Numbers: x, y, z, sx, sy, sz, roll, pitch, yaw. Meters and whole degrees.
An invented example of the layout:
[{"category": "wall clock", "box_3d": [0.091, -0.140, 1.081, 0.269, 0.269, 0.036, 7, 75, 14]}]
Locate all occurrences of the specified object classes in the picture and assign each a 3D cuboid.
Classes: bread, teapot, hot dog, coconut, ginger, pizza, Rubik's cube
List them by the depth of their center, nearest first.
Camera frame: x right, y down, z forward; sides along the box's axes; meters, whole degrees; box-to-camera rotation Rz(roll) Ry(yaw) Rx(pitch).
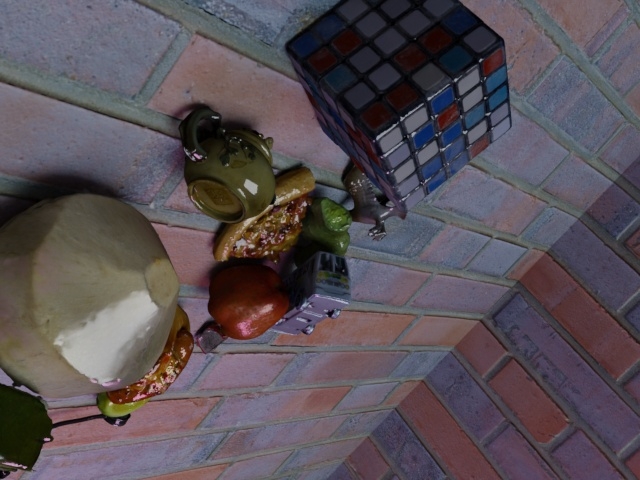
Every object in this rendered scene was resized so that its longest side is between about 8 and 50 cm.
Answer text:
[{"category": "bread", "box_3d": [-0.621, 0.293, 1.268, 0.366, 0.382, 0.129, 74, 26, -63]}, {"category": "coconut", "box_3d": [-0.401, 0.091, 1.288, 0.352, 0.352, 0.352, -29, 149, -19]}, {"category": "teapot", "box_3d": [-0.162, -0.145, 1.406, 0.269, 0.173, 0.182, 55, 48, -37]}, {"category": "Rubik's cube", "box_3d": [0.154, -0.283, 1.419, 0.293, 0.292, 0.287, -36, 150, -2]}, {"category": "pizza", "box_3d": [-0.103, -0.027, 1.690, 0.289, 0.081, 0.229, -42, 152, 0]}, {"category": "hot dog", "box_3d": [-0.386, 0.265, 1.694, 0.256, 0.153, 0.150, -39, 151, -2]}, {"category": "ginger", "box_3d": [0.002, -0.003, 1.810, 0.137, 0.089, 0.290, 6, 147, 2]}, {"category": "bread", "box_3d": [-0.471, 0.367, 1.822, 0.139, 0.071, 0.130, -23, 144, -25]}]

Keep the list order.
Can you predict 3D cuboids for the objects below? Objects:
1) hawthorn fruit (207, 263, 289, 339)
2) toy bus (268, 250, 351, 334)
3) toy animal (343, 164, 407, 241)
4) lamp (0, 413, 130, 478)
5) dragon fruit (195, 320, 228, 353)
[{"category": "hawthorn fruit", "box_3d": [-0.165, 0.138, 1.749, 0.189, 0.189, 0.189, -29, 149, -19]}, {"category": "toy bus", "box_3d": [-0.033, 0.135, 1.820, 0.109, 0.136, 0.329, 16, 154, -20]}, {"category": "toy animal", "box_3d": [0.100, -0.071, 1.820, 0.197, 0.160, 0.272, -38, 144, 0]}, {"category": "lamp", "box_3d": [-0.622, 0.456, 1.768, 0.371, 0.130, 0.108, -7, 128, -59]}, {"category": "dragon fruit", "box_3d": [-0.268, 0.240, 1.901, 0.083, 0.056, 0.060, -44, 174, 22]}]
